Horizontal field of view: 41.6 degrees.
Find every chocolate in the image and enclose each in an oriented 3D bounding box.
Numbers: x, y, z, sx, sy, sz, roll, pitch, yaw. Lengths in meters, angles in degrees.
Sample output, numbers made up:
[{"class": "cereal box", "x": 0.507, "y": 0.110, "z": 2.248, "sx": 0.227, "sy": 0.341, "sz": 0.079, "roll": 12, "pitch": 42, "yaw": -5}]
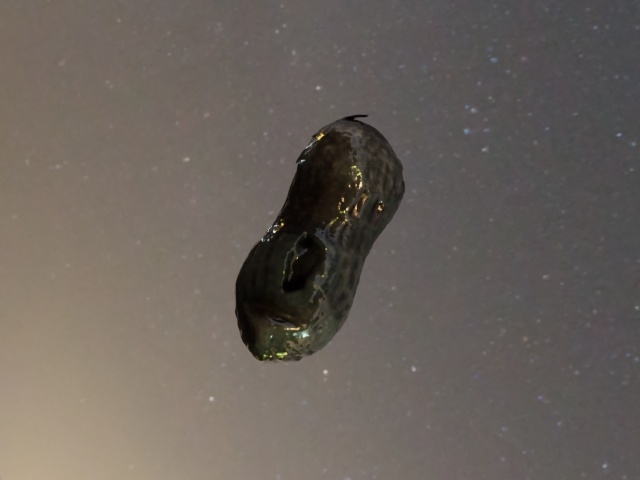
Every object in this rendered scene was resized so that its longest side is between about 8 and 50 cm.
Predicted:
[{"class": "chocolate", "x": 0.000, "y": 0.000, "z": 0.767, "sx": 0.110, "sy": 0.248, "sz": 0.110, "roll": 27, "pitch": -16, "yaw": 8}]
